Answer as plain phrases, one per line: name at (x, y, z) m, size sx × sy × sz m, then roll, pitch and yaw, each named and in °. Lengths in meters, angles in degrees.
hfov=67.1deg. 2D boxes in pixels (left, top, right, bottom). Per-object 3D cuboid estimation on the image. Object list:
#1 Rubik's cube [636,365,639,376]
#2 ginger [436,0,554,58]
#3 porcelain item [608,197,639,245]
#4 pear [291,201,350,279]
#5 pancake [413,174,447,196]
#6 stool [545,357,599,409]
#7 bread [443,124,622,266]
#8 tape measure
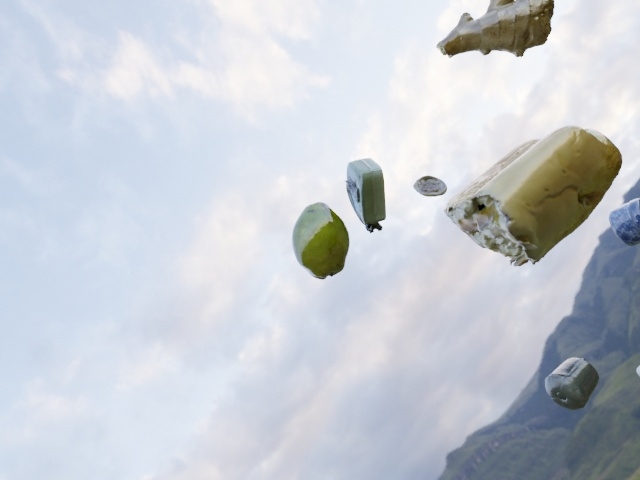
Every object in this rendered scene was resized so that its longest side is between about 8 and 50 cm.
Rubik's cube at (0.843, 0.278, 0.857) m, size 0.315 × 0.319 × 0.322 m, roll -25°, pitch -33°, yaw 6°
ginger at (0.593, -0.750, 1.650) m, size 0.166 × 0.374 × 0.237 m, roll -61°, pitch -28°, yaw -69°
porcelain item at (1.097, -0.066, 1.675) m, size 0.147 × 0.147 × 0.114 m, roll -9°, pitch -18°, yaw -39°
pear at (0.000, 0.000, 1.671) m, size 0.212 × 0.270 × 0.212 m, roll -12°, pitch -16°, yaw -3°
pancake at (0.445, -0.220, 1.957) m, size 0.139 × 0.139 × 0.022 m, roll -27°, pitch -38°, yaw -26°
stool at (0.599, 0.337, 1.144) m, size 0.110 × 0.096 × 0.096 m, roll -31°, pitch -41°, yaw -28°
bread at (0.560, -0.115, 1.232) m, size 0.394 × 0.250 × 0.361 m, roll -39°, pitch 2°, yaw -1°
tape measure at (0.156, -0.175, 1.761) m, size 0.115 × 0.207 × 0.236 m, roll -14°, pitch -60°, yaw -13°
